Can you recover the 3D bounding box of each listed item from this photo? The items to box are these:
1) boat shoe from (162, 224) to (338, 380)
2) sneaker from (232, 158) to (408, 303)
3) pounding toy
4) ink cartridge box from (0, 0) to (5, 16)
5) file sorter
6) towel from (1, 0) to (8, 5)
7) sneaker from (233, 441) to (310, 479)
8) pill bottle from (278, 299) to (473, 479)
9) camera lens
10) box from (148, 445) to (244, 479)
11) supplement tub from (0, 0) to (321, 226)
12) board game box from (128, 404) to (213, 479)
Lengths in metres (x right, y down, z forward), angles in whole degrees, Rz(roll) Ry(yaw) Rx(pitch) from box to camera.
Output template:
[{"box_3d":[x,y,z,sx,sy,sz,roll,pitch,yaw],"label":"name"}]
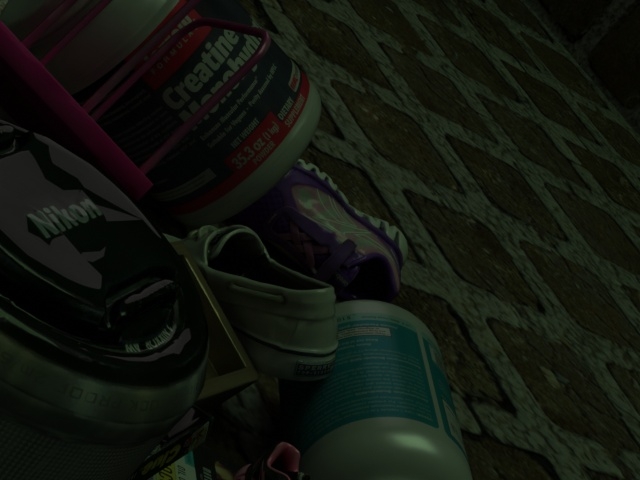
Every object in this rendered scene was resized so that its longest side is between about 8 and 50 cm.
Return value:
[{"box_3d":[-0.080,0.030,1.316,0.096,0.088,0.267,-2,20,-36],"label":"boat shoe"},{"box_3d":[0.000,0.000,1.640,0.236,0.095,0.104,31,30,-27],"label":"sneaker"},{"box_3d":[-0.169,0.050,1.184,0.206,0.094,0.181,60,23,9],"label":"pounding toy"},{"box_3d":[-0.364,-0.224,1.485,0.198,0.067,0.115,48,21,18],"label":"ink cartridge box"},{"box_3d":[-0.210,-0.207,1.244,0.290,0.182,0.202,49,-12,-26],"label":"file sorter"},{"box_3d":[-0.297,-0.280,1.739,0.317,0.053,0.332,44,22,9],"label":"towel"},{"box_3d":[-0.028,0.184,1.083,0.047,0.057,0.119,31,26,-28],"label":"sneaker"},{"box_3d":[0.043,0.172,1.279,0.146,0.146,0.264,33,22,-20],"label":"pill bottle"},{"box_3d":[-0.209,0.084,0.838,0.219,0.274,0.219,35,22,-16],"label":"camera lens"},{"box_3d":[-0.119,0.181,1.101,0.244,0.060,0.100,30,23,-26],"label":"box"},{"box_3d":[-0.148,-0.163,1.495,0.272,0.191,0.191,46,17,-24],"label":"supplement tub"},{"box_3d":[-0.211,0.083,1.040,0.260,0.030,0.136,32,35,23],"label":"board game box"}]
